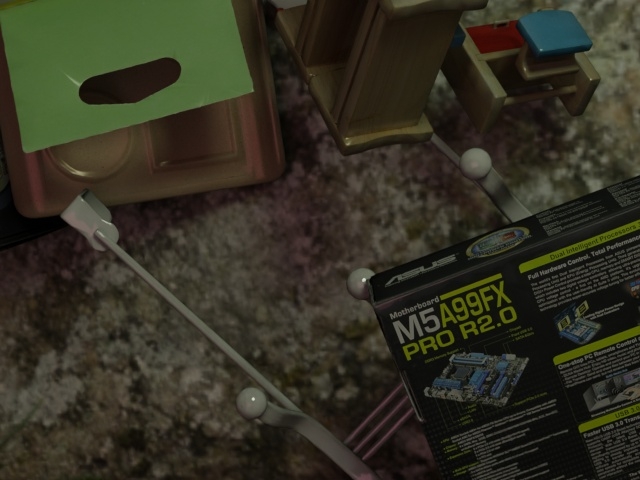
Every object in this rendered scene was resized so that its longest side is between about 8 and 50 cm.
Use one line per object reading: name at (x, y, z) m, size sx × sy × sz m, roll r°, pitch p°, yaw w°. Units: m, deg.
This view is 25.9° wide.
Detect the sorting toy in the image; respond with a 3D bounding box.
sorting toy at (-0.141, -0.125, 1.043) m, size 0.208 × 0.038 × 0.193 m, roll -9°, pitch 97°, yaw -1°

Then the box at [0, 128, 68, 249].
box at (-0.285, -0.074, 1.069) m, size 0.077 × 0.147 × 0.180 m, roll -19°, pitch 92°, yaw 22°

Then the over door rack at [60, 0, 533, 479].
over door rack at (0.000, 0.000, 0.966) m, size 0.324 × 0.108 × 0.239 m, roll 43°, pitch 92°, yaw 5°

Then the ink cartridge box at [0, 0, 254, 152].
ink cartridge box at (-0.154, -0.194, 0.970) m, size 0.171 × 0.056 × 0.235 m, roll -15°, pitch 66°, yaw 1°

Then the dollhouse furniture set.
dollhouse furniture set at (0.085, -0.156, 0.892) m, size 0.129 × 0.184 × 0.129 m, roll 64°, pitch 152°, yaw 31°

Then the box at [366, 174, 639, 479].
box at (0.193, 0.080, 0.894) m, size 0.270 × 0.060 × 0.216 m, roll -21°, pitch 105°, yaw 5°
